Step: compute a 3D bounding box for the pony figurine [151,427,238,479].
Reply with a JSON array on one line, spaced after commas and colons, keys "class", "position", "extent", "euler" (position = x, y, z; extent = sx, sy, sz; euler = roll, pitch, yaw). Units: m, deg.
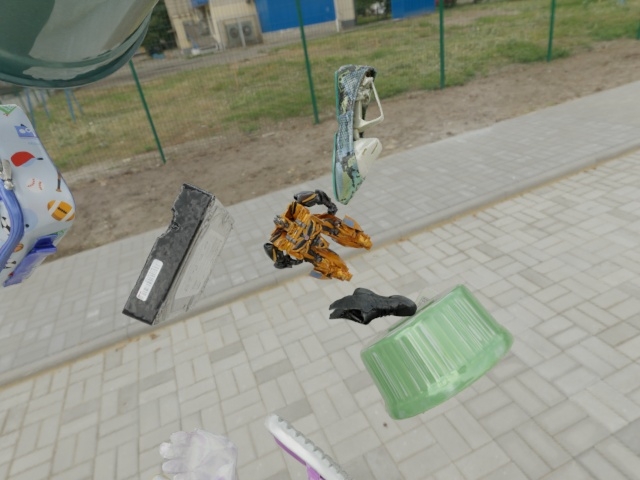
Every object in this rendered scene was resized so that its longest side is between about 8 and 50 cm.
[{"class": "pony figurine", "position": [-0.234, 0.578, 0.905], "extent": [0.363, 0.350, 0.303], "euler": [-22, 53, 43]}]

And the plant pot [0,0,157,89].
[{"class": "plant pot", "position": [-0.300, -0.359, 0.448], "extent": [0.341, 0.341, 0.334], "euler": [-30, 27, -32]}]

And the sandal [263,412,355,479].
[{"class": "sandal", "position": [0.013, 0.537, 0.908], "extent": [0.416, 0.169, 0.102], "euler": [25, 67, 41]}]

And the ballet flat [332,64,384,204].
[{"class": "ballet flat", "position": [0.050, -0.141, 0.542], "extent": [0.070, 0.189, 0.070], "euler": [0, -5, 0]}]

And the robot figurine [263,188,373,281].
[{"class": "robot figurine", "position": [0.000, 0.000, 1.016], "extent": [0.291, 0.211, 0.085], "euler": [24, 9, -48]}]

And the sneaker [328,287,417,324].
[{"class": "sneaker", "position": [0.109, 0.148, 0.880], "extent": [0.170, 0.051, 0.089], "euler": [12, 35, 21]}]

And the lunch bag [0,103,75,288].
[{"class": "lunch bag", "position": [-0.516, -0.053, 0.657], "extent": [0.303, 0.243, 0.115], "euler": [-34, -6, 33]}]

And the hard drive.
[{"class": "hard drive", "position": [-0.257, 0.033, 0.833], "extent": [0.064, 0.237, 0.339], "euler": [24, -7, -4]}]

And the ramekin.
[{"class": "ramekin", "position": [0.230, 0.223, 0.886], "extent": [0.303, 0.303, 0.148], "euler": [-28, 76, -30]}]

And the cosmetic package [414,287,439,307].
[{"class": "cosmetic package", "position": [0.291, 0.305, 1.181], "extent": [0.153, 0.129, 0.296], "euler": [24, 69, 42]}]
